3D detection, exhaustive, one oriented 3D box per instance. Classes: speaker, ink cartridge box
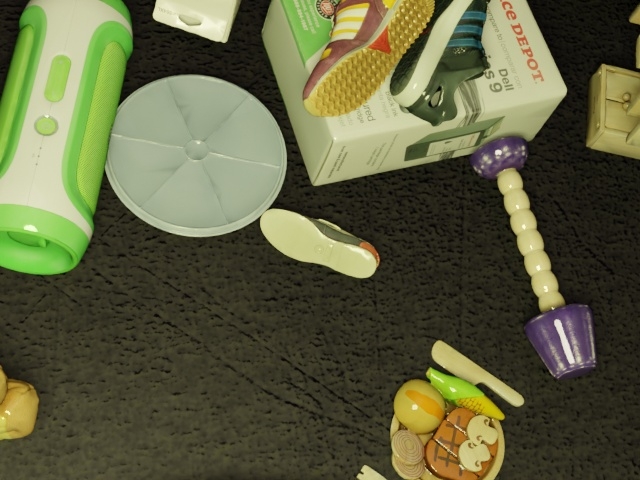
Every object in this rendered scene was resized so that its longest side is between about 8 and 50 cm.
[{"bbox_3d":[-0.276,-0.120,1.192,0.131,0.131,0.296,10,65,-8],"label":"speaker"},{"bbox_3d":[0.104,-0.203,1.317,0.289,0.121,0.211,-13,70,-18],"label":"ink cartridge box"},{"bbox_3d":[-0.132,-0.308,1.330,0.092,0.090,0.143,17,63,-5],"label":"ink cartridge box"}]

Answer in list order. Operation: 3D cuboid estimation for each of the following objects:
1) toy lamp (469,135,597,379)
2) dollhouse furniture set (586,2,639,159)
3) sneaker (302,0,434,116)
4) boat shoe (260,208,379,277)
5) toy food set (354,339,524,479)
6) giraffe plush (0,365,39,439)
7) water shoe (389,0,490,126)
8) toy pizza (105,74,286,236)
[{"bbox_3d":[0.238,0.019,1.272,0.080,0.080,0.274,-11,68,-17],"label":"toy lamp"},{"bbox_3d":[0.430,-0.188,1.317,0.161,0.242,0.212,12,65,-7],"label":"dollhouse furniture set"},{"bbox_3d":[0.036,-0.207,1.206,0.185,0.069,0.084,-47,48,-12],"label":"sneaker"},{"bbox_3d":[0.000,0.000,1.248,0.137,0.049,0.043,22,21,1],"label":"boat shoe"},{"bbox_3d":[0.130,0.202,1.186,0.132,0.038,0.192,32,63,3],"label":"toy food set"},{"bbox_3d":[-0.379,0.112,1.067,0.210,0.181,0.170,-21,56,16],"label":"giraffe plush"},{"bbox_3d":[0.145,-0.209,1.233,0.080,0.073,0.203,39,68,-18],"label":"water shoe"},{"bbox_3d":[-0.138,-0.092,1.264,0.201,0.032,0.201,4,65,-9],"label":"toy pizza"}]
